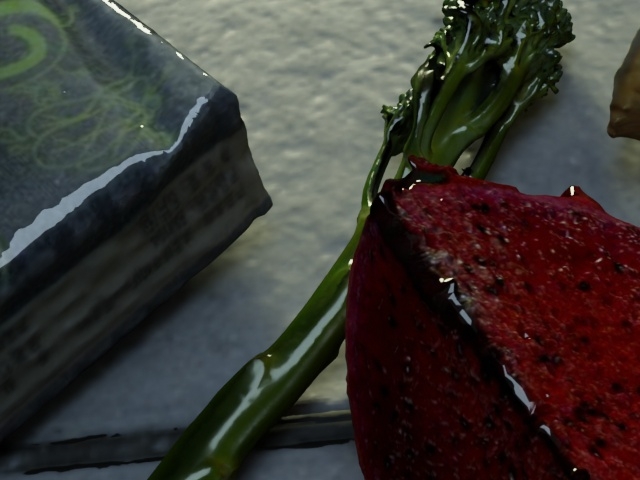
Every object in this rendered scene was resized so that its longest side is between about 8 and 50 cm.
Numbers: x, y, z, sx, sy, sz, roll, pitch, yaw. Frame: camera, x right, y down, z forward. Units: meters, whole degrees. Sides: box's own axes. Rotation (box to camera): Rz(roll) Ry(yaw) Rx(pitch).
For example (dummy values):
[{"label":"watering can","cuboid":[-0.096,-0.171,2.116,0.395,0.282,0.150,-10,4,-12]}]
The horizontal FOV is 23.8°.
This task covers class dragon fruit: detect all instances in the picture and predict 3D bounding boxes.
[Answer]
[{"label":"dragon fruit","cuboid":[0.105,0.086,0.627,0.189,0.163,0.262,-46,56,20]}]

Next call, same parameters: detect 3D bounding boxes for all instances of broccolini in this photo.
[{"label":"broccolini","cuboid":[0.003,0.004,0.758,0.079,0.074,0.392,45,69,-11]}]

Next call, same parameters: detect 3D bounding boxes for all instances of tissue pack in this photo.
[{"label":"tissue pack","cuboid":[-0.262,0.005,0.767,0.394,0.124,0.288,-41,55,-17]}]

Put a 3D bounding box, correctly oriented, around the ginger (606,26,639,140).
[{"label":"ginger","cuboid":[0.284,-0.155,0.774,0.354,0.126,0.190,-31,65,-8]}]
